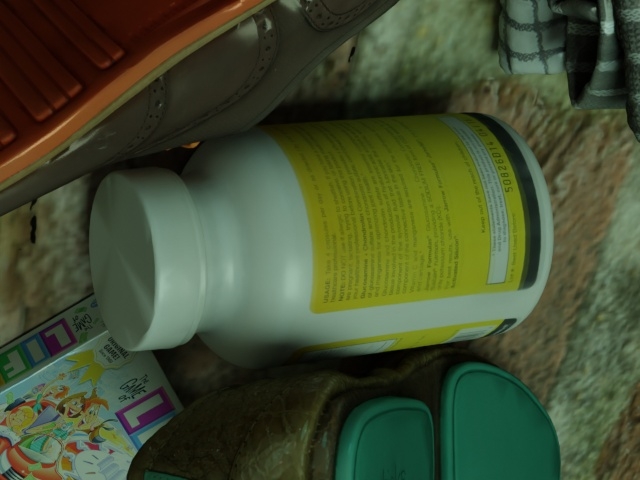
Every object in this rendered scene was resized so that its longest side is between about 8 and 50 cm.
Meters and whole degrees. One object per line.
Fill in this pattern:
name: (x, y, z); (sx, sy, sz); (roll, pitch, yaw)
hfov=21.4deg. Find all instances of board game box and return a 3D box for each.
board game box: (-0.110, 0.102, 0.791); (0.103, 0.026, 0.154); (-31, 134, -8)

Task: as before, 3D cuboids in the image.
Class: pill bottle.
pill bottle: (0.000, 0.000, 0.725); (0.184, 0.103, 0.103); (-6, 127, -28)

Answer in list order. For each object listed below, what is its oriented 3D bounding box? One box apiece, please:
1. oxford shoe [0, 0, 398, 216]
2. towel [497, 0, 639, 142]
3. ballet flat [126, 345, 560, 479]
oxford shoe: (-0.077, -0.055, 0.644); (0.271, 0.097, 0.098); (-33, 141, -5)
towel: (0.218, -0.179, 0.707); (0.284, 0.121, 0.235); (-17, 131, -19)
ballet flat: (0.014, 0.107, 0.787); (0.342, 0.124, 0.116); (7, 83, -68)
